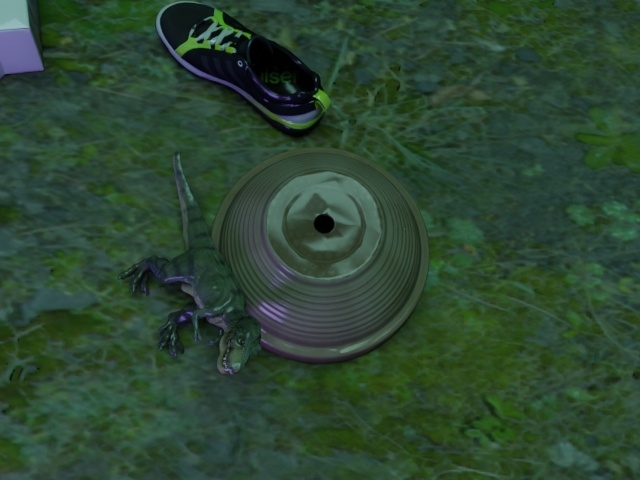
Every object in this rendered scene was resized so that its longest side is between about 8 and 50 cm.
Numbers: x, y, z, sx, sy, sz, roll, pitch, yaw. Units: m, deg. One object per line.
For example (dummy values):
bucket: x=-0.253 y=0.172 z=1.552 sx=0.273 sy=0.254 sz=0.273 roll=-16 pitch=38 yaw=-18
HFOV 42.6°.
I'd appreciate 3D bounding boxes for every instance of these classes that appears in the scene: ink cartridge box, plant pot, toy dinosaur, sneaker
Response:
ink cartridge box: x=-0.363 y=-0.251 z=0.911 sx=0.090 sy=0.092 sz=0.143 roll=-9 pitch=73 yaw=-10
plant pot: x=0.000 y=0.000 z=0.846 sx=0.237 sy=0.110 sz=0.237 roll=0 pitch=71 yaw=-1
toy dinosaur: x=-0.135 y=0.041 z=0.831 sx=0.118 sy=0.064 sz=0.268 roll=-39 pitch=56 yaw=19
sneaker: x=-0.082 y=-0.214 z=0.926 sx=0.234 sy=0.097 sz=0.084 roll=34 pitch=70 yaw=6
